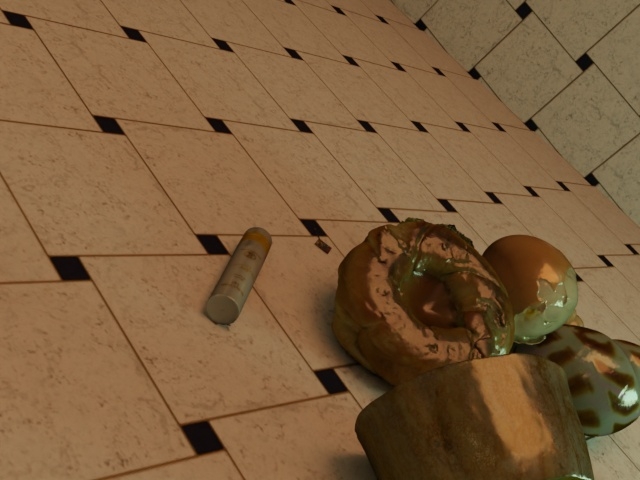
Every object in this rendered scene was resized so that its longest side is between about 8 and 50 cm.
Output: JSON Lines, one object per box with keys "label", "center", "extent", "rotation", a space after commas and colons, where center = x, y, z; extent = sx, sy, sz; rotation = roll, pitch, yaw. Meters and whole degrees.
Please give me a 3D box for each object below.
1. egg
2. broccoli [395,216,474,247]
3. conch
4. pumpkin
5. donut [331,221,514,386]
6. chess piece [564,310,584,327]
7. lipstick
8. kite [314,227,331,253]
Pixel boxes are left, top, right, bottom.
{"label": "egg", "center": [0.412, 0.090, 1.821], "extent": [0.201, 0.201, 0.244], "rotation": [20, 27, -31]}
{"label": "broccoli", "center": [0.245, 0.057, 1.908], "extent": [0.176, 0.197, 0.226], "rotation": [7, -14, 23]}
{"label": "conch", "center": [0.570, 0.281, 1.878], "extent": [0.368, 0.197, 0.249], "rotation": [2, 66, -33]}
{"label": "pumpkin", "center": [0.228, 0.327, 1.317], "extent": [0.332, 0.332, 0.199], "rotation": [19, 44, -32]}
{"label": "donut", "center": [0.194, 0.132, 1.664], "extent": [0.361, 0.170, 0.360], "rotation": [14, 54, -20]}
{"label": "chess piece", "center": [0.607, 0.294, 2.048], "extent": [0.301, 0.137, 0.137], "rotation": [51, 28, 4]}
{"label": "lipstick", "center": [-0.137, 0.056, 1.559], "extent": [0.059, 0.059, 0.264], "rotation": [34, 26, -8]}
{"label": "kite", "center": [0.005, 0.003, 1.884], "extent": [0.044, 0.002, 0.078], "rotation": [28, 28, -18]}
